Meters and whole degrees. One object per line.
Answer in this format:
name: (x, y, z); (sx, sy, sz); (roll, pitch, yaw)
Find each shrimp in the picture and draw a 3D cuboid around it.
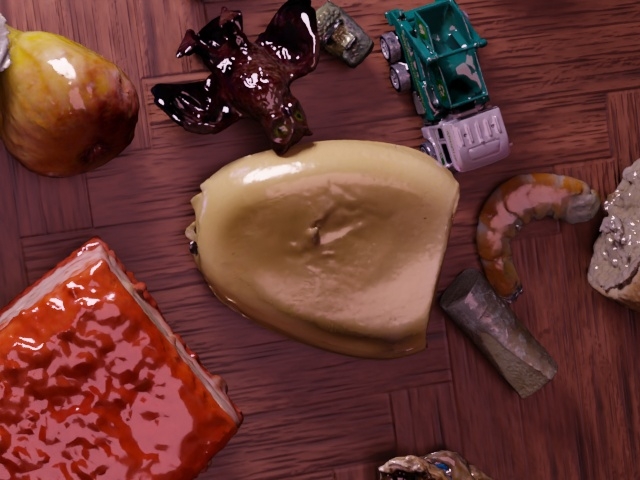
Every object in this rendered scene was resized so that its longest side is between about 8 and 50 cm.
shrimp: (0.274, -0.001, 1.708); (0.161, 0.049, 0.166); (3, 93, -10)

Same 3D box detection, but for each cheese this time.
cheese: (0.000, 0.000, 1.604); (0.316, 0.128, 0.259); (13, 93, -5)

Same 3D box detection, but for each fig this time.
fig: (-0.323, -0.186, 1.536); (0.159, 0.159, 0.257); (-44, 79, -8)

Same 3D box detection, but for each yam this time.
yam: (0.220, 0.117, 1.690); (0.068, 0.068, 0.169); (-42, 99, -8)

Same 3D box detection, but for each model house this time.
model house: (0.019, -0.236, 1.625); (0.083, 0.079, 0.066); (41, 85, -12)

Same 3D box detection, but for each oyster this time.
oyster: (0.165, 0.366, 1.683); (0.223, 0.083, 0.214); (3, 94, -19)

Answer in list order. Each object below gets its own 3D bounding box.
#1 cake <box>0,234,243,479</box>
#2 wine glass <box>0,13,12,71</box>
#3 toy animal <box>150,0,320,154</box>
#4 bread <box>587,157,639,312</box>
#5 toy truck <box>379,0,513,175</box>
cake: (-0.254, 0.177, 1.456); (0.270, 0.319, 0.269); (-40, 98, -8)
wine glass: (-0.475, -0.279, 1.370); (0.238, 0.238, 0.323); (-37, 133, -9)
toy animal: (-0.077, -0.185, 1.577); (0.218, 0.116, 0.179); (-35, 94, -3)
bread: (0.459, 0.016, 1.679); (0.246, 0.176, 0.195); (21, 90, -16)
toy truck: (0.156, -0.186, 1.637); (0.110, 0.116, 0.215); (-19, 96, -11)
